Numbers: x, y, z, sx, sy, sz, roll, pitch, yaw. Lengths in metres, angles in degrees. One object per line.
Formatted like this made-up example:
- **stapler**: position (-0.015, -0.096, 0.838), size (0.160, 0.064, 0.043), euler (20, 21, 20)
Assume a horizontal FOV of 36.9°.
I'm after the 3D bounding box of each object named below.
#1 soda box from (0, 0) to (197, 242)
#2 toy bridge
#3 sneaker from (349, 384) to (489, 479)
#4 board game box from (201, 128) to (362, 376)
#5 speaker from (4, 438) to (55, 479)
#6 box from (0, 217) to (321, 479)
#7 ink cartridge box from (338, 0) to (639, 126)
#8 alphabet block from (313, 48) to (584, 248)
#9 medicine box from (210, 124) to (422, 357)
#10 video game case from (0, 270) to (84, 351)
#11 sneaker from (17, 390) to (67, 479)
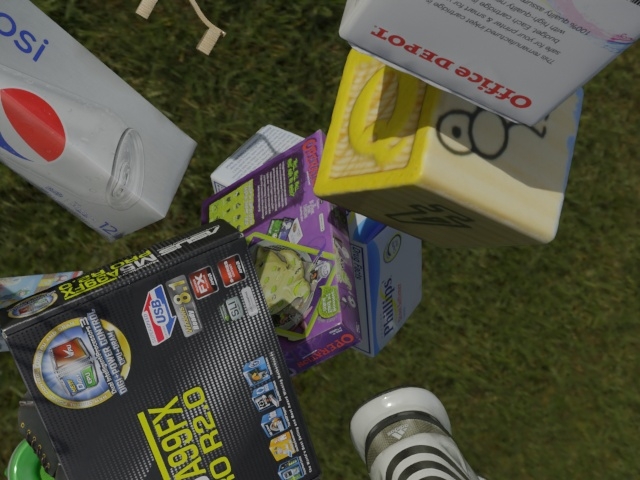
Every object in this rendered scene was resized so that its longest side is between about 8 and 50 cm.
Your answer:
- **soda box**: position (-0.250, -0.124, 0.838), size (0.286, 0.091, 0.098), euler (41, 49, -28)
- **toy bridge**: position (-0.190, -0.283, 1.098), size (0.188, 0.026, 0.063), euler (28, 97, -19)
- **sneaker**: position (0.178, 0.413, 1.250), size (0.169, 0.257, 0.447), euler (-27, 129, 6)
- **board game box**: position (-0.060, 0.028, 1.186), size (0.208, 0.346, 0.056), euler (-32, 127, 24)
- **speaker**: position (-0.405, 0.356, 1.456), size (0.131, 0.296, 0.131), euler (4, 73, -14)
- **box**: position (-0.136, 0.143, 0.864), size (0.216, 0.060, 0.270), euler (-23, 112, -18)
- **ink cartridge box**: position (0.166, -0.234, 0.750), size (0.201, 0.278, 0.117), euler (22, 60, -14)
- **alphabet block**: position (0.139, -0.109, 1.049), size (0.197, 0.193, 0.192), euler (22, 74, -31)
- **medicine box**: position (0.000, 0.000, 1.496), size (0.149, 0.289, 0.263), euler (-48, 149, -32)
- **video game case**: position (-0.532, 0.115, 1.502), size (0.285, 0.204, 0.025), euler (-5, 116, 4)
- **sneaker**: position (-0.323, 0.276, 1.192), size (0.118, 0.222, 0.083), euler (-7, 140, 11)
